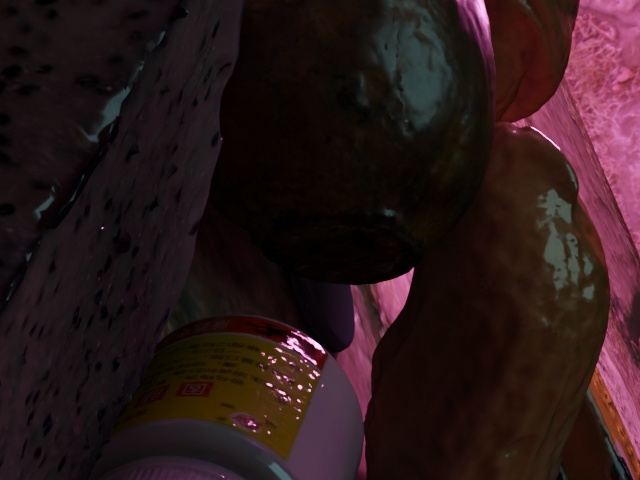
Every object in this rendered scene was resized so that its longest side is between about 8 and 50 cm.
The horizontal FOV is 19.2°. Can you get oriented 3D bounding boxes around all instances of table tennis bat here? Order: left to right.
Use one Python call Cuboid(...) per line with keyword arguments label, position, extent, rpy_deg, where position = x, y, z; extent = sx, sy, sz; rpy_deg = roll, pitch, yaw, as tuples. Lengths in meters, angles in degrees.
Cuboid(label="table tennis bat", position=(0.000, 0.000, 1.527), extent=(0.124, 0.033, 0.201), rpy_deg=(60, 19, -43))

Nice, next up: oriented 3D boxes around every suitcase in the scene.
Cuboid(label="suitcase", position=(0.207, 0.192, 1.735), extent=(0.235, 0.143, 0.194), rpy_deg=(66, 11, 8))

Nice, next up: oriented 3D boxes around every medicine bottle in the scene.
Cuboid(label="medicine bottle", position=(-0.058, 0.137, 0.974), extent=(0.139, 0.139, 0.225), rpy_deg=(64, 17, -15))

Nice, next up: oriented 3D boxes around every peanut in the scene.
Cuboid(label="peanut", position=(0.128, 0.087, 1.415), extent=(0.174, 0.158, 0.340), rpy_deg=(-96, -156, -63))

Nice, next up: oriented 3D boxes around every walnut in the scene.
Cuboid(label="walnut", position=(0.098, -0.216, 1.653), extent=(0.313, 0.277, 0.252), rpy_deg=(113, -46, -75))

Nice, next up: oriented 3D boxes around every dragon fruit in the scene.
Cuboid(label="dragon fruit", position=(-0.170, -0.005, 0.714), extent=(0.221, 0.204, 0.283), rpy_deg=(96, 17, -53))

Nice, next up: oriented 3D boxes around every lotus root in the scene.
Cuboid(label="lotus root", position=(0.000, -0.138, 1.356), extent=(0.250, 0.250, 0.346), rpy_deg=(44, 33, -54))

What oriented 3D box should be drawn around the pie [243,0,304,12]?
Cuboid(label="pie", position=(-0.061, -0.254, 0.972), extent=(0.395, 0.418, 0.180), rpy_deg=(41, 37, -55))
